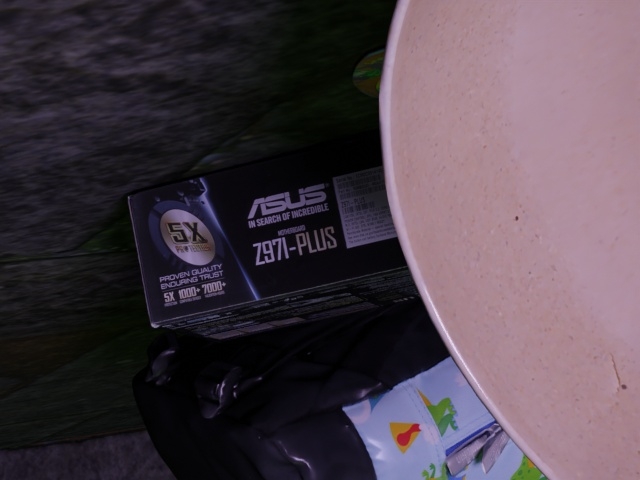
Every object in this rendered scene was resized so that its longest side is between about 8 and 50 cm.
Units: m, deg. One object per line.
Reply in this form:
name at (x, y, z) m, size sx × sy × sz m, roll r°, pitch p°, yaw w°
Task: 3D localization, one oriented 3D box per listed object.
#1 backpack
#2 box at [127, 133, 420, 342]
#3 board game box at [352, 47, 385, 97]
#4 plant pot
backpack at (0.095, 0.099, 1.127) m, size 0.355 × 0.273 × 0.290 m, roll -37°, pitch -165°, yaw -20°
box at (0.000, 0.000, 0.946) m, size 0.180 × 0.077 × 0.147 m, roll -13°, pitch 170°, yaw 11°
board game box at (0.101, -0.077, 0.758) m, size 0.169 × 0.033 × 0.133 m, roll -15°, pitch 169°, yaw 24°
plant pot at (0.189, -0.035, 0.524) m, size 0.191 × 0.284 × 0.284 m, roll -37°, pitch -171°, yaw -39°
